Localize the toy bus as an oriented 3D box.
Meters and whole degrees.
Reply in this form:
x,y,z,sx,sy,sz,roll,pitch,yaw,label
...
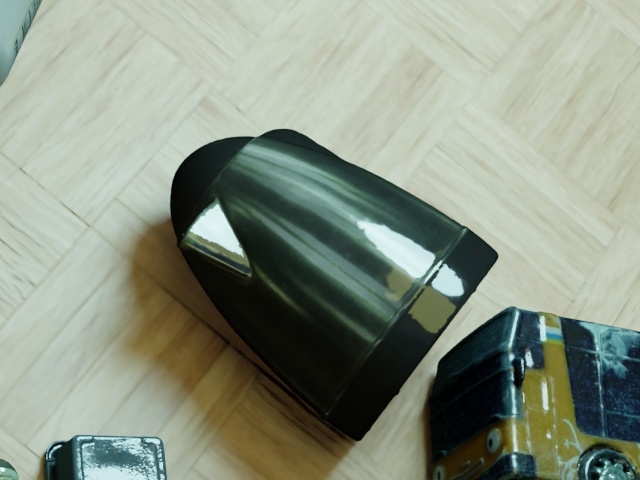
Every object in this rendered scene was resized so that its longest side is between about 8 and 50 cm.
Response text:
x,y,z,sx,sy,sz,roll,pitch,yaw,label
0.266,0.183,1.705,0.323,0.162,0.194,12,61,-22,toy bus

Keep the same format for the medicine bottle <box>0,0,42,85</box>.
x,y,z,sx,sy,sz,roll,pitch,yaw,label
-0.316,-0.223,1.623,0.157,0.157,0.289,26,58,-12,medicine bottle

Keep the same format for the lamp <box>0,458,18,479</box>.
x,y,z,sx,sy,sz,roll,pitch,yaw,label
-0.245,0.241,1.484,0.091,0.091,0.163,4,50,-24,lamp

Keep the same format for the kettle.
x,y,z,sx,sy,sz,roll,pitch,yaw,label
-0.001,-0.001,1.646,0.271,0.207,0.251,36,63,4,kettle

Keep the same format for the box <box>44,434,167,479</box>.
x,y,z,sx,sy,sz,roll,pitch,yaw,label
-0.171,0.194,1.552,0.099,0.054,0.074,4,67,-25,box
